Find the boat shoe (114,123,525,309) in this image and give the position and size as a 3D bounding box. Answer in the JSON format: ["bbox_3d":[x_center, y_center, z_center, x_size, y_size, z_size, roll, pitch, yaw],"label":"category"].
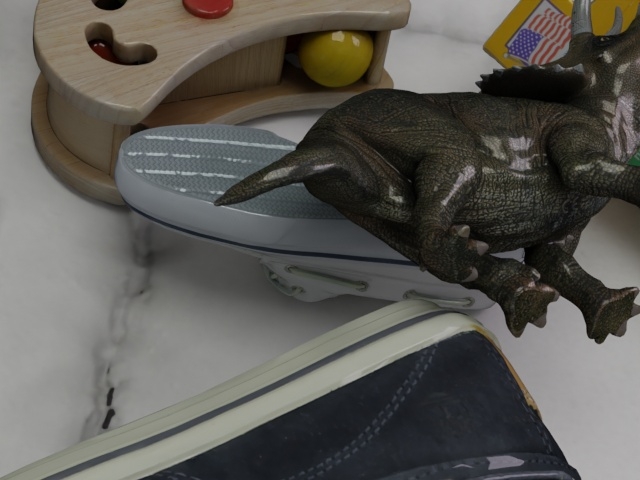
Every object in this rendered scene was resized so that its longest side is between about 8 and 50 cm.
[{"bbox_3d":[0.000,0.000,0.995,0.226,0.076,0.083,11,36,-7],"label":"boat shoe"}]

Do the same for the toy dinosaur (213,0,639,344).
[{"bbox_3d":[0.070,-0.028,0.926,0.313,0.121,0.160,-16,37,-28],"label":"toy dinosaur"}]

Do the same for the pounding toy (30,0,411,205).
[{"bbox_3d":[-0.082,-0.127,1.026,0.269,0.155,0.154,-6,51,-15],"label":"pounding toy"}]

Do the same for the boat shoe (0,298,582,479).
[{"bbox_3d":[-0.072,0.185,0.770,0.500,0.187,0.156,-26,56,-34],"label":"boat shoe"}]

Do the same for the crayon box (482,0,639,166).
[{"bbox_3d":[0.274,-0.076,1.036,0.323,0.203,0.083,46,19,21],"label":"crayon box"}]
